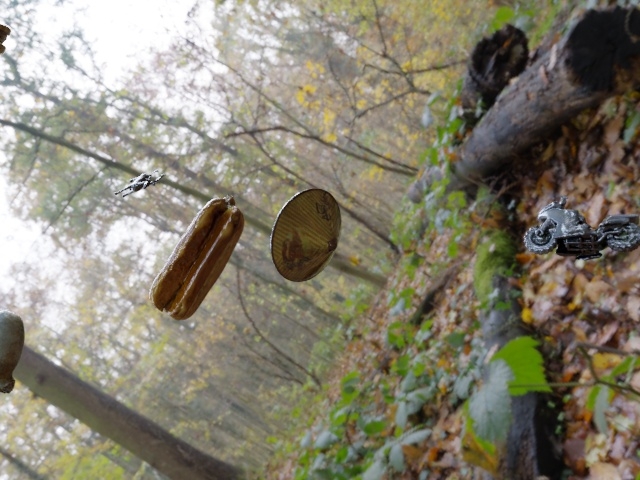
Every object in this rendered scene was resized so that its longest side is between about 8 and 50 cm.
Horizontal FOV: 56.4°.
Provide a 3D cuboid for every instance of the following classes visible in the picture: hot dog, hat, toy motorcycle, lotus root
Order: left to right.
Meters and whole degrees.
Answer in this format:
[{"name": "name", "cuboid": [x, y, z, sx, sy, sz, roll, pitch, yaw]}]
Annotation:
[{"name": "lotus root", "cuboid": [-0.596, 0.202, 1.109, 0.088, 0.088, 0.165, 108, 156, -62]}, {"name": "hot dog", "cuboid": [-0.295, 0.039, 1.487, 0.337, 0.135, 0.100, -60, -11, -2]}, {"name": "hat", "cuboid": [0.000, 0.000, 1.151, 0.193, 0.082, 0.193, -18, -62, -40]}, {"name": "toy motorcycle", "cuboid": [0.653, -0.033, 1.492, 0.106, 0.270, 0.159, 57, -140, -43]}]

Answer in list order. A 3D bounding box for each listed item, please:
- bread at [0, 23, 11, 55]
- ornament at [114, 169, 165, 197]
[{"name": "bread", "cuboid": [-0.742, -0.382, 1.257, 0.225, 0.081, 0.134, -50, 21, -11]}, {"name": "ornament", "cuboid": [-0.381, -0.128, 1.292, 0.125, 0.028, 0.073, -17, 25, 29]}]
